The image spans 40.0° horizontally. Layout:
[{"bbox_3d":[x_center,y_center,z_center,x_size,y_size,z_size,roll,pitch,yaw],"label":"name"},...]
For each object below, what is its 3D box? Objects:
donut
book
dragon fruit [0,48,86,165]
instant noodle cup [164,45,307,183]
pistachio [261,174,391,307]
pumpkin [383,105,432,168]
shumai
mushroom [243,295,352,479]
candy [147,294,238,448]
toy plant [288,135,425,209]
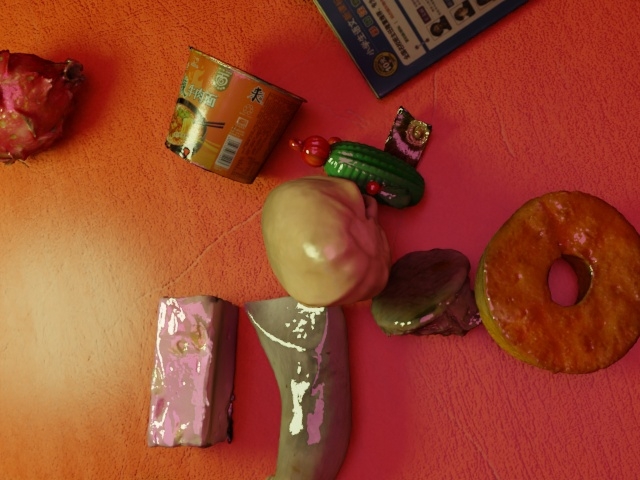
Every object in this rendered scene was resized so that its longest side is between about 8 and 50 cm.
[{"bbox_3d":[0.385,0.072,1.422,0.303,0.110,0.302,3,76,-12],"label":"donut"},{"bbox_3d":[0.201,-0.486,1.544,0.428,0.039,0.300,-32,104,6],"label":"book"},{"bbox_3d":[-0.568,-0.261,1.659,0.268,0.210,0.205,-28,89,-2],"label":"dragon fruit"},{"bbox_3d":[-0.162,-0.216,1.564,0.230,0.230,0.182,26,98,13],"label":"instant noodle cup"},{"bbox_3d":[0.000,0.000,1.470,0.193,0.318,0.213,35,87,-30],"label":"pistachio"},{"bbox_3d":[0.157,-0.183,1.579,0.073,0.035,0.101,27,111,9],"label":"pumpkin"},{"bbox_3d":[0.190,0.106,1.500,0.201,0.201,0.120,-31,118,6],"label":"shumai"},{"bbox_3d":[-0.027,0.294,1.513,0.178,0.126,0.396,-7,82,21],"label":"mushroom"},{"bbox_3d":[-0.220,0.229,1.543,0.116,0.155,0.264,2,83,15],"label":"candy"},{"bbox_3d":[0.069,-0.129,1.534,0.240,0.154,0.088,30,116,7],"label":"toy plant"}]
